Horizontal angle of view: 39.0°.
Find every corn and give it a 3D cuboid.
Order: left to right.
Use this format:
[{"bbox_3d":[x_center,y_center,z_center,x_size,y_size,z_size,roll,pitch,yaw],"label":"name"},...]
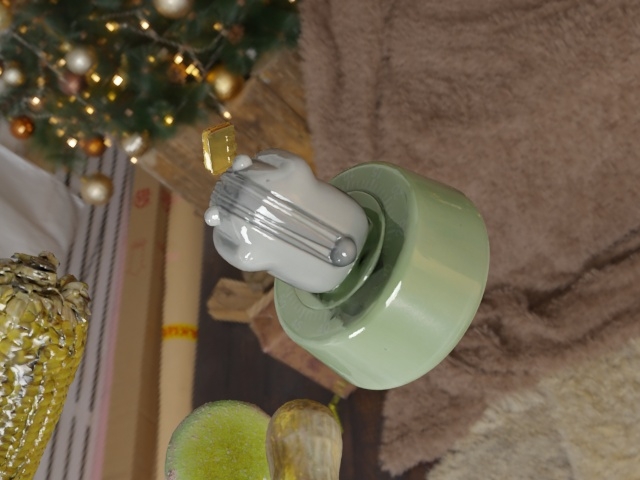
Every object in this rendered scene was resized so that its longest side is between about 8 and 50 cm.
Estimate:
[{"bbox_3d":[-0.286,0.157,0.795,0.115,0.115,0.317,46,118,50],"label":"corn"}]

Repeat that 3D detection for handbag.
[{"bbox_3d":[-0.174,-0.161,1.577,0.061,0.083,0.027,-24,42,-28],"label":"handbag"}]

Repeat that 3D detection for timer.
[{"bbox_3d":[0.000,0.000,1.113,0.291,0.315,0.290,-32,43,36],"label":"timer"}]

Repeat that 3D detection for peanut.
[{"bbox_3d":[-0.014,0.252,0.903,0.087,0.087,0.206,-27,42,26],"label":"peanut"}]

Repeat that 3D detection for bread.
[{"bbox_3d":[-0.126,0.348,1.380,0.033,0.229,0.228,128,152,-48],"label":"bread"}]
